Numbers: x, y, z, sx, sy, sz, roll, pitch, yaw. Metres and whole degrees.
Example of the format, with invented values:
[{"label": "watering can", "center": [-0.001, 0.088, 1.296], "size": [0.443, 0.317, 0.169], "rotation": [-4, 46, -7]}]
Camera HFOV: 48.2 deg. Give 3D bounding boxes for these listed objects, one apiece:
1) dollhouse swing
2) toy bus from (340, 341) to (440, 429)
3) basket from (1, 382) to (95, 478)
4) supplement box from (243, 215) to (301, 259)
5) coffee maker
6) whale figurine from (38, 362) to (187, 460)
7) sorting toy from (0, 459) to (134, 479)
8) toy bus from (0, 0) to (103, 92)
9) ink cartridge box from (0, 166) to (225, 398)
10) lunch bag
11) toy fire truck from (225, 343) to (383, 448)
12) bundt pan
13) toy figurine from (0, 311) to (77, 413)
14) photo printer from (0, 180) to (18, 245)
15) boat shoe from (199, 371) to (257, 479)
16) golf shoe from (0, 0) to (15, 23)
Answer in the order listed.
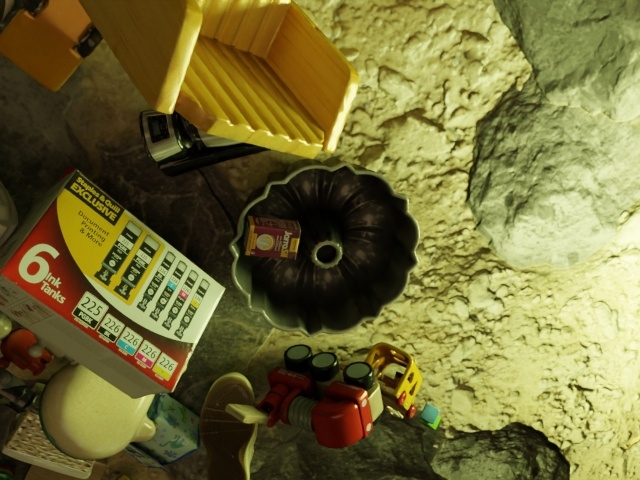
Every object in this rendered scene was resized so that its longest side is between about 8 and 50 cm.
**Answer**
[{"label": "dollhouse swing", "center": [-0.066, -0.334, 0.923], "size": [0.305, 0.315, 0.347], "rotation": [-49, 151, 23]}, {"label": "toy bus", "center": [0.152, 0.277, 1.425], "size": [0.191, 0.202, 0.104], "rotation": [36, 74, -17]}, {"label": "basket", "center": [-0.488, 0.354, 1.340], "size": [0.167, 0.113, 0.103], "rotation": [28, 103, -22]}, {"label": "supplement box", "center": [-0.079, -0.004, 1.147], "size": [0.083, 0.043, 0.054], "rotation": [5, 113, -14]}, {"label": "coffee maker", "center": [-0.174, -0.165, 1.136], "size": [0.178, 0.120, 0.171], "rotation": [-13, 147, 10]}, {"label": "whale figurine", "center": [-0.372, 0.268, 1.278], "size": [0.141, 0.272, 0.216], "rotation": [-26, 101, 48]}, {"label": "sorting toy", "center": [-0.503, 0.465, 1.425], "size": [0.275, 0.046, 0.132], "rotation": [24, 108, -20]}, {"label": "toy bus", "center": [-0.315, -0.368, 1.016], "size": [0.108, 0.130, 0.332], "rotation": [40, 103, -23]}, {"label": "ink cartridge box", "center": [-0.322, 0.050, 1.129], "size": [0.309, 0.271, 0.130], "rotation": [42, 141, -25]}, {"label": "lunch bag", "center": [-0.328, 0.380, 1.397], "size": [0.151, 0.096, 0.129], "rotation": [-31, 120, 21]}, {"label": "toy fire truck", "center": [-0.036, 0.302, 1.296], "size": [0.246, 0.217, 0.158], "rotation": [-38, 128, -43]}, {"label": "bundt pan", "center": [0.000, 0.000, 1.257], "size": [0.331, 0.124, 0.330], "rotation": [-4, 115, -9]}, {"label": "toy figurine", "center": [-0.485, 0.154, 1.190], "size": [0.213, 0.209, 0.148], "rotation": [-41, 110, 9]}, {"label": "photo printer", "center": [-0.615, -0.079, 1.052], "size": [0.256, 0.107, 0.307], "rotation": [-28, 96, 9]}, {"label": "boat shoe", "center": [-0.176, 0.374, 1.419], "size": [0.109, 0.098, 0.302], "rotation": [4, 117, 2]}, {"label": "golf shoe", "center": [-0.554, -0.401, 0.987], "size": [0.120, 0.105, 0.272], "rotation": [-41, 122, -10]}]
